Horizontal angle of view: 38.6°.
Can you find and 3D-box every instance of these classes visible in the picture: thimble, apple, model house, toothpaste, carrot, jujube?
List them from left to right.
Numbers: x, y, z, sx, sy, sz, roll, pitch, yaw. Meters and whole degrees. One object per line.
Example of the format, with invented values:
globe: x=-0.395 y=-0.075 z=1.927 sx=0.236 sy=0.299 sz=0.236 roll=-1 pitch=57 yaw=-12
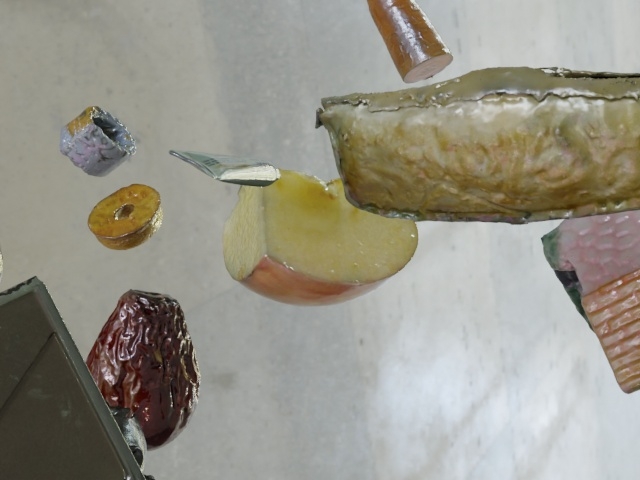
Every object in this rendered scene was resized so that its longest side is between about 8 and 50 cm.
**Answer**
thimble: x=-0.515 y=-0.224 z=2.101 sx=0.151 sy=0.117 sz=0.127 roll=40 pitch=25 yaw=-37
jujube: x=-0.252 y=0.182 z=1.299 sx=0.168 sy=0.168 sz=0.237 roll=-16 pitch=119 yaw=-58
toothpaste: x=-0.107 y=-0.090 z=1.144 sx=0.037 sy=0.067 sz=0.255 roll=-62 pitch=164 yaw=10
apple: x=0.000 y=0.000 z=1.664 sx=0.308 sy=0.314 sz=0.252 roll=15 pitch=93 yaw=-23
carrot: x=0.071 y=-0.275 z=1.009 sx=0.061 sy=0.061 sz=0.210 roll=-10 pitch=70 yaw=-58
model house: x=0.410 y=0.087 z=1.067 sx=0.237 sy=0.202 sz=0.237 roll=53 pitch=18 yaw=-35

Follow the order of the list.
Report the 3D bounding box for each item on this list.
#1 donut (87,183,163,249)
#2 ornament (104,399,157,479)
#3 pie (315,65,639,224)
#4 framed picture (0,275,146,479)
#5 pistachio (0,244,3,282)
donut: x=-0.378 y=-0.042 z=1.797 sx=0.058 sy=0.151 sz=0.152 roll=75 pitch=32 yaw=-44
ornament: x=-0.324 y=0.268 z=1.098 sx=0.251 sy=0.260 sz=0.106 roll=-9 pitch=124 yaw=-28
pie: x=0.130 y=-0.069 z=0.700 sx=0.068 sy=0.282 sz=0.129 roll=-63 pitch=144 yaw=-44
framed picture: x=-0.302 y=0.181 z=0.726 sx=0.289 sy=0.016 sz=0.213 roll=-30 pitch=96 yaw=-38
pistachio: x=-0.594 y=0.100 z=1.366 sx=0.293 sy=0.162 sz=0.181 roll=-52 pitch=175 yaw=-13
